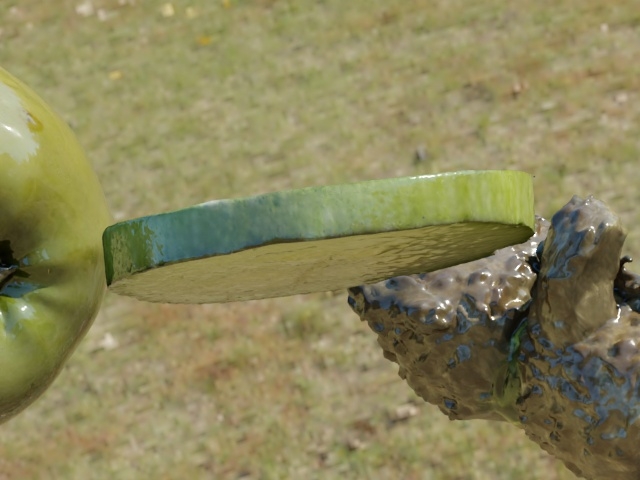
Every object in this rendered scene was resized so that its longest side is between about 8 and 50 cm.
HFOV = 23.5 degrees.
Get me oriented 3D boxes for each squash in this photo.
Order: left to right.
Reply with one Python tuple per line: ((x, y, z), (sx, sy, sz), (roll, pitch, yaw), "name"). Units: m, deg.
((-0.001, -0.005, 0.770), (0.219, 0.041, 0.219), (-8, -8, -1), "squash")

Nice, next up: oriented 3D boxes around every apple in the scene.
((-0.255, 0.005, 0.981), (0.262, 0.262, 0.262), (-14, 22, 6), "apple")

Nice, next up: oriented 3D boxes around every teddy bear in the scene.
((0.201, 0.041, 1.013), (0.296, 0.246, 0.222), (-38, 61, 1), "teddy bear")
